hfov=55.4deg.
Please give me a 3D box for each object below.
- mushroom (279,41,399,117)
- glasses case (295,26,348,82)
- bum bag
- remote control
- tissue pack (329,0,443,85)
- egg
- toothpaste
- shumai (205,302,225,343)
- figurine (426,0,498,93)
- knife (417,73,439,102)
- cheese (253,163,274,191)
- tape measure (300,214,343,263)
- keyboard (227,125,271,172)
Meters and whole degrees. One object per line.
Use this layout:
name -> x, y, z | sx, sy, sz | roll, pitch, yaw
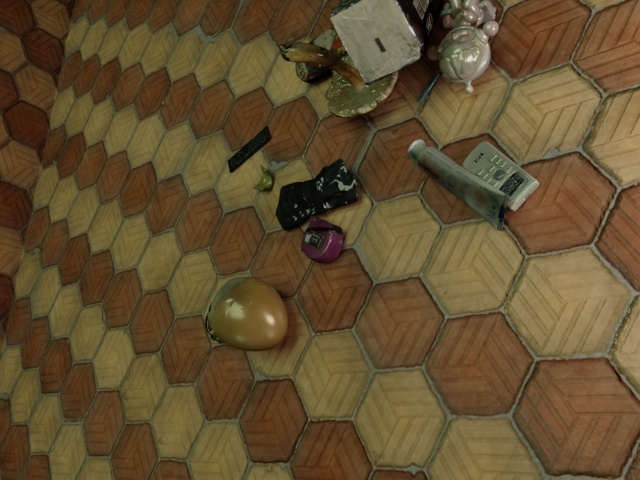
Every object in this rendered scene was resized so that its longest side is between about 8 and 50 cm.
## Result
mushroom -> 0.067, -0.438, 1.654 | 0.232, 0.301, 0.208 | -1, 100, 41
glasses case -> 0.054, -0.586, 1.851 | 0.320, 0.082, 0.122 | -21, 63, 34
bum bag -> -0.019, -0.130, 1.745 | 0.309, 0.074, 0.137 | -20, 71, 34
remote control -> 0.412, -0.154, 1.413 | 0.087, 0.029, 0.190 | -49, 49, 14
tissue pack -> 0.183, -0.587, 1.558 | 0.198, 0.210, 0.370 | -13, 34, 30
egg -> -0.194, 0.205, 1.679 | 0.244, 0.201, 0.201 | 30, 94, 32
toothpaste -> 0.326, -0.145, 1.455 | 0.323, 0.066, 0.100 | 48, 148, 42
shumai -> -0.281, 0.240, 1.828 | 0.122, 0.105, 0.139 | 0, 80, -5
figurine -> 0.357, -0.496, 1.533 | 0.181, 0.144, 0.257 | 6, 74, 21
knife -> 0.288, -0.407, 1.634 | 0.014, 0.005, 0.091 | 41, 102, 41
cheese -> -0.176, -0.198, 1.926 | 0.060, 0.041, 0.084 | 15, 99, 50
tape measure -> 0.000, 0.000, 1.674 | 0.125, 0.074, 0.118 | 20, 88, 45
keyboard -> -0.241, -0.304, 2.043 | 0.198, 0.010, 0.064 | -36, 51, 25
